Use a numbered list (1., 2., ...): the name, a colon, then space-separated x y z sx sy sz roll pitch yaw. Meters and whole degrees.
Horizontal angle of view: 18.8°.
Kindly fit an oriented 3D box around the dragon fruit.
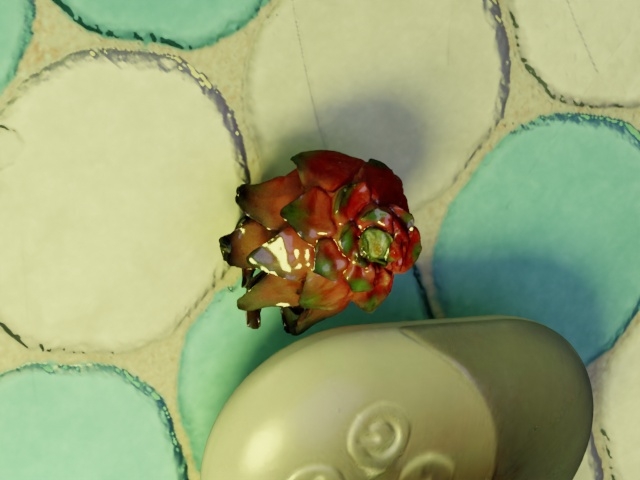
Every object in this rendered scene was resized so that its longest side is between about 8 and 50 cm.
1. dragon fruit: 0.002 0.000 1.404 0.142 0.121 0.130 -6 85 4

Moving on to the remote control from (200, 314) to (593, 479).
1. remote control: 0.064 0.159 1.484 0.332 0.103 0.221 -4 121 -27
